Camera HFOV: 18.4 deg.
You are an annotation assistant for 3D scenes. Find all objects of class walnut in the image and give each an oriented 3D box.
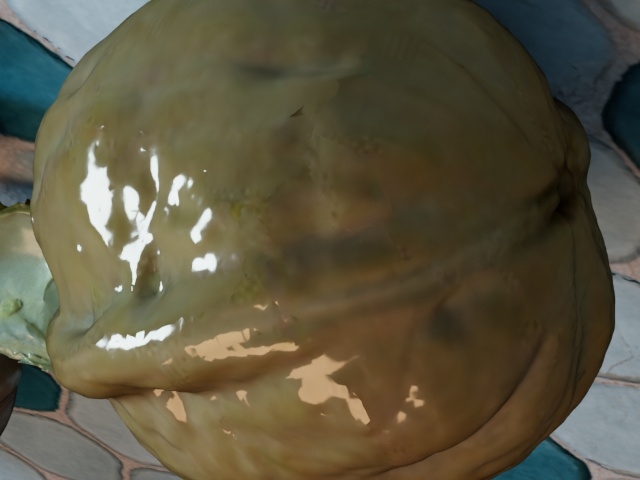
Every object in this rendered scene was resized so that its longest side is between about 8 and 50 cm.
[{"bbox_3d":[0.000,0.000,1.225,0.381,0.381,0.381,18,152,10],"label":"walnut"}]

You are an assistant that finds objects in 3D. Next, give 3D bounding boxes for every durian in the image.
[{"bbox_3d":[-0.253,0.044,1.694,0.252,0.139,0.144,24,157,-3],"label":"durian"}]

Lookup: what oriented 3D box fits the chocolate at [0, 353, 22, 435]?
[{"bbox_3d":[-0.345,0.115,1.935,0.161,0.083,0.261,55,154,9],"label":"chocolate"}]
